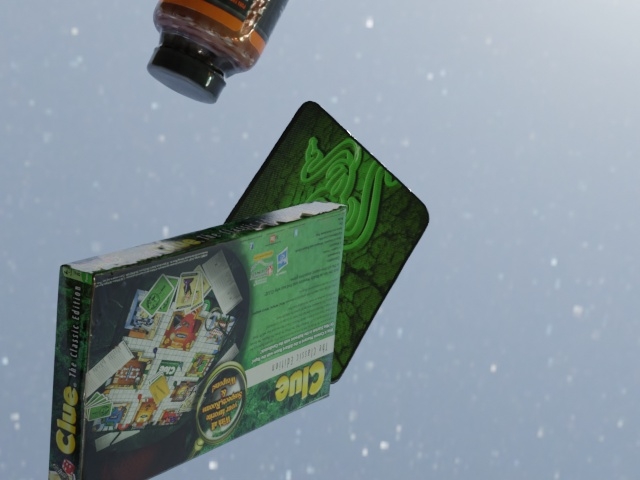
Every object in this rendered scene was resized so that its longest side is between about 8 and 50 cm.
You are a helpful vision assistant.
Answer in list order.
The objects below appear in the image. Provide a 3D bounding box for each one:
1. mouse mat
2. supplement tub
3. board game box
[{"bbox_3d":[0.000,0.000,1.184,0.007,0.152,0.190,-19,-146,54],"label":"mouse mat"},{"bbox_3d":[-0.082,-0.224,1.328,0.106,0.106,0.198,22,-100,24],"label":"supplement tub"},{"bbox_3d":[-0.065,0.059,0.889,0.030,0.136,0.259,11,-166,30],"label":"board game box"}]
